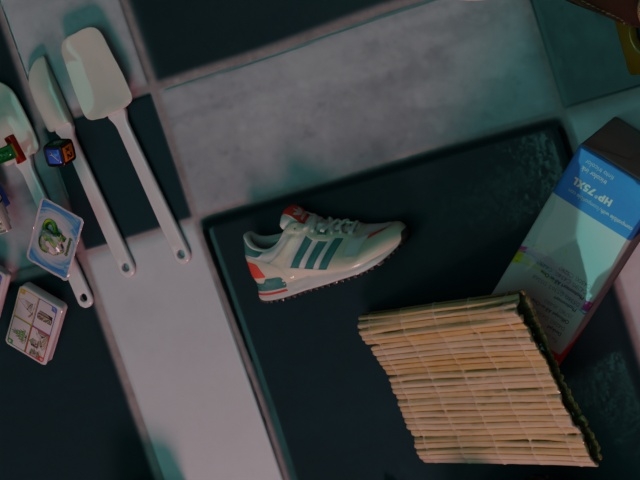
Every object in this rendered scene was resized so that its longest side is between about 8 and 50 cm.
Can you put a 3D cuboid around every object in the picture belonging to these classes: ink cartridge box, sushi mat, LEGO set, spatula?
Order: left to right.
[{"bbox_3d":[-0.305,-0.021,1.773,0.182,0.060,0.244,29,125,13],"label":"LEGO set"},{"bbox_3d":[-0.224,-0.066,1.738,0.168,0.019,0.242,-22,94,24],"label":"spatula"},{"bbox_3d":[0.124,0.121,1.529,0.151,0.019,0.316,63,158,-5],"label":"sushi mat"},{"bbox_3d":[0.206,0.022,1.522,0.078,0.134,0.231,33,113,11],"label":"ink cartridge box"}]

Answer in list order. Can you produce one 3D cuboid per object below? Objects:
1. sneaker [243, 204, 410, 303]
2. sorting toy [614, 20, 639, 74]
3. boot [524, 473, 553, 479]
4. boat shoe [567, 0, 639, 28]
[{"bbox_3d":[0.000,0.000,1.642,0.161,0.057,0.075,-20,101,28],"label":"sneaker"},{"bbox_3d":[0.387,-0.182,1.417,0.347,0.047,0.196,9,116,40],"label":"sorting toy"},{"bbox_3d":[0.168,0.387,1.631,0.260,0.131,0.348,49,124,12],"label":"boot"},{"bbox_3d":[0.270,-0.200,1.411,0.257,0.095,0.095,15,119,38],"label":"boat shoe"}]
